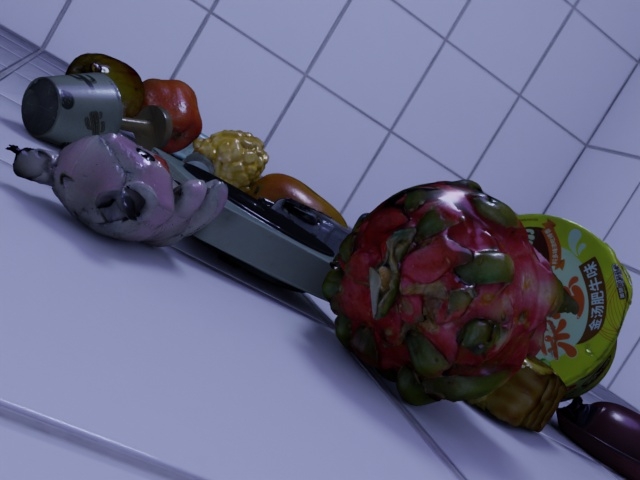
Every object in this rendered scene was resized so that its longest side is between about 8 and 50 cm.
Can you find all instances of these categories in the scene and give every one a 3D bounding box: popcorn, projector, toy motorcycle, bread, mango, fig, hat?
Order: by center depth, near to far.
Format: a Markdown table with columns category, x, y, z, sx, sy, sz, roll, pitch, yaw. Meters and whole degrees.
| category | x | y | z | sx | sy | sz | roll | pitch | yaw |
| --- | --- | --- | --- | --- | --- | --- | --- | --- | --- |
| projector | -0.096 | -0.011 | 0.978 | 0.259 | 0.079 | 0.257 | 28 | 6 | -33 |
| bread | 0.226 | 0.171 | 1.047 | 0.222 | 0.096 | 0.181 | 34 | 3 | 41 |
| hat | 0.481 | 0.313 | 1.195 | 0.205 | 0.089 | 0.205 | 30 | 4 | -3 |
| toy motorcycle | 0.000 | 0.000 | 1.382 | 0.263 | 0.091 | 0.157 | 27 | -2 | -11 |
| mango | -0.044 | -0.053 | 1.525 | 0.221 | 0.120 | 0.151 | 31 | 10 | 4 |
| fig | -0.456 | -0.322 | 1.538 | 0.170 | 0.145 | 0.274 | 24 | -3 | -8 |
| popcorn | -0.194 | -0.165 | 1.585 | 0.180 | 0.170 | 0.180 | 46 | 12 | -13 |

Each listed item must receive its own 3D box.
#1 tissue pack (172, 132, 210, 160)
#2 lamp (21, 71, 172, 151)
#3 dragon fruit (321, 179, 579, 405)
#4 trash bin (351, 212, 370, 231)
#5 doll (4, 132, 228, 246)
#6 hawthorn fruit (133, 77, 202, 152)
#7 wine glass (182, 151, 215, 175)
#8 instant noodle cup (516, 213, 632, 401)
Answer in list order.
| category | x | y | z | sx | sy | sz | roll | pitch | yaw |
| --- | --- | --- | --- | --- | --- | --- | --- | --- | --- |
| tissue pack | -0.326 | -0.241 | 1.979 | 0.177 | 0.089 | 0.263 | 31 | 2 | -21 |
| lamp | -0.312 | -0.177 | 1.070 | 0.121 | 0.121 | 0.214 | 34 | 18 | 29 |
| dragon fruit | 0.131 | 0.060 | 0.824 | 0.231 | 0.237 | 0.303 | 54 | -1 | 13 |
| trash bin | 0.203 | 0.064 | 1.566 | 0.290 | 0.182 | 0.209 | 28 | 4 | 27 |
| doll | -0.183 | -0.047 | 0.722 | 0.149 | 0.095 | 0.192 | 26 | 4 | 24 |
| hawthorn fruit | -0.360 | -0.290 | 1.733 | 0.189 | 0.189 | 0.189 | 31 | 4 | -3 |
| wine glass | -0.233 | -0.119 | 1.378 | 0.074 | 0.074 | 0.262 | 30 | 6 | -11 |
| instant noodle cup | 0.366 | 0.134 | 1.250 | 0.311 | 0.311 | 0.221 | 34 | -4 | 36 |
